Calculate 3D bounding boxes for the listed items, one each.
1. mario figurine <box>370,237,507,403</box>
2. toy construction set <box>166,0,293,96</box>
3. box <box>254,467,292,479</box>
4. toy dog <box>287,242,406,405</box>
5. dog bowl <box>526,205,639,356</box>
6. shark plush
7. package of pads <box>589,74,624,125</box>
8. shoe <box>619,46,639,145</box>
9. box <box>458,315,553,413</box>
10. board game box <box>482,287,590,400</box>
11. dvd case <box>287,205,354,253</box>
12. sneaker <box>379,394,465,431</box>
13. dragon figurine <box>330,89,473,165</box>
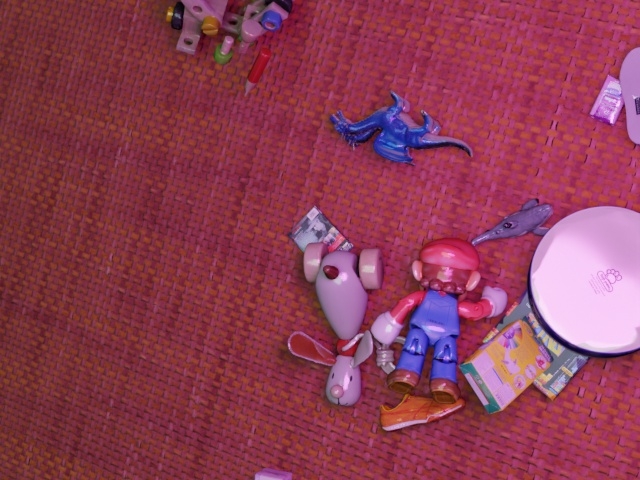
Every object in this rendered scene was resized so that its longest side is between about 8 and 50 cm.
[{"bbox_3d":[0.224,0.145,1.722,0.170,0.198,0.320,-21,45,53],"label":"mario figurine"},{"bbox_3d":[-0.191,-0.432,1.882,0.237,0.258,0.308,127,133,-56],"label":"toy construction set"},{"bbox_3d":[-0.113,0.638,1.898,0.067,0.063,0.324,8,92,18],"label":"box"},{"bbox_3d":[0.041,0.156,1.789,0.220,0.161,0.333,-21,86,19],"label":"toy dog"},{"bbox_3d":[0.503,0.075,1.635,0.265,0.104,0.264,-2,80,11],"label":"dog bowl"},{"bbox_3d":[0.359,-0.036,1.735,0.161,0.067,0.073,-11,86,19],"label":"shark plush"},{"bbox_3d":[0.535,-0.258,1.695,0.050,0.032,0.083,27,98,21],"label":"package of pads"},{"bbox_3d":[0.581,-0.251,1.654,0.063,0.081,0.178,-5,81,31],"label":"shoe"},{"bbox_3d":[0.337,0.218,1.650,0.105,0.179,0.043,58,145,2],"label":"box"},{"bbox_3d":[0.414,0.190,1.724,0.170,0.048,0.141,40,103,16],"label":"board game box"},{"bbox_3d":[0.000,0.000,1.892,0.119,0.013,0.087,46,103,13],"label":"dvd case"},{"bbox_3d":[0.195,0.326,1.794,0.175,0.064,0.067,-15,74,16],"label":"sneaker"},{"bbox_3d":[0.159,-0.195,1.800,0.289,0.085,0.144,35,101,17],"label":"dragon figurine"}]
